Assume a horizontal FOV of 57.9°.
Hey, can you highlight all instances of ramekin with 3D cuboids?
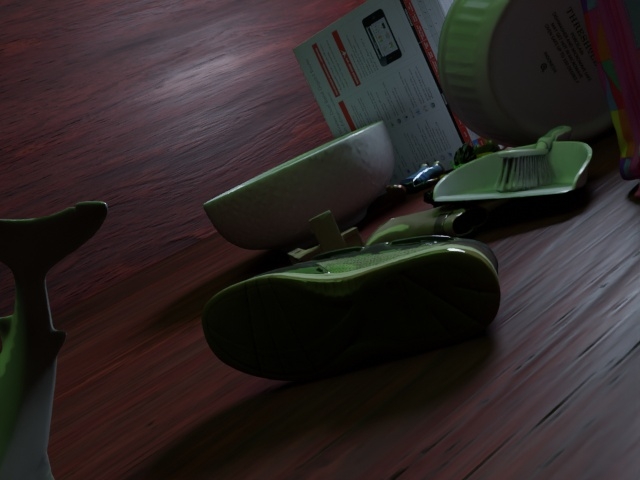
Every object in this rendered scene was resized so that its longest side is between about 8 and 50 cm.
[{"bbox_3d":[0.298,-0.241,0.746,0.273,0.273,0.127,-24,20,7],"label":"ramekin"}]

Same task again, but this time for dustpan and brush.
[{"bbox_3d":[0.229,-0.088,0.616,0.147,0.060,0.211,-1,10,42],"label":"dustpan and brush"}]

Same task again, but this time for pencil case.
[{"bbox_3d":[0.263,-0.160,0.451,0.104,0.236,0.104,-17,5,2],"label":"pencil case"}]

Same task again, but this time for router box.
[{"bbox_3d":[0.146,-0.277,1.078,0.301,0.335,0.082,-18,12,39],"label":"router box"}]

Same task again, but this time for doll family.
[{"bbox_3d":[0.169,-0.077,0.735,0.193,0.076,0.111,-23,12,45],"label":"doll family"}]

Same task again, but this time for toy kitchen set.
[{"bbox_3d":[0.000,0.000,0.740,0.083,0.068,0.075,-27,9,-11],"label":"toy kitchen set"}]

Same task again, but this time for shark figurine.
[{"bbox_3d":[-0.175,0.121,0.338,0.116,0.278,0.166,14,-15,11],"label":"shark figurine"}]

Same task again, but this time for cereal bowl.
[{"bbox_3d":[-0.020,-0.075,0.997,0.339,0.141,0.339,-25,8,4],"label":"cereal bowl"}]

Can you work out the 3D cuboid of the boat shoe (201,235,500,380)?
[{"bbox_3d":[0.019,0.046,0.417,0.224,0.080,0.073,-15,7,26],"label":"boat shoe"}]

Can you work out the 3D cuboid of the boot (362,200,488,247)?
[{"bbox_3d":[0.109,-0.010,0.590,0.118,0.042,0.087,-30,12,-25],"label":"boot"}]
